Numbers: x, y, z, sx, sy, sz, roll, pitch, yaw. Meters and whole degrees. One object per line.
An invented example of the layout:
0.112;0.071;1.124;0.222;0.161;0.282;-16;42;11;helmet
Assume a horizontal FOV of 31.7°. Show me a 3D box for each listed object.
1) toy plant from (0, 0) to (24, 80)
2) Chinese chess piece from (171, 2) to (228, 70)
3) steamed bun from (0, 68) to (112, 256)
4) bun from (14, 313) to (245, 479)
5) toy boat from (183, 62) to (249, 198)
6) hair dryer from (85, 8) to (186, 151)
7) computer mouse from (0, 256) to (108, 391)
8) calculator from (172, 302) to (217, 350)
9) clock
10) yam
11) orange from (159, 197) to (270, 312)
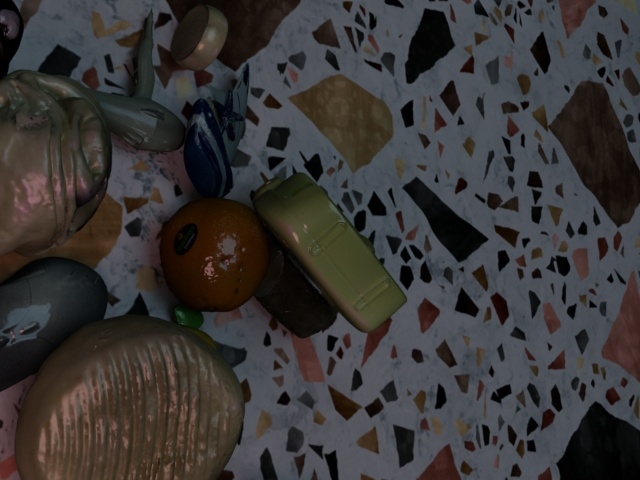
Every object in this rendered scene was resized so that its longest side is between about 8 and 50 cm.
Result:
-0.557;-0.273;1.677;0.235;0.175;0.218;-51;141;-29;toy plant
-0.218;-0.366;2.034;0.051;0.122;0.122;25;65;-35;Chinese chess piece
-0.417;-0.108;1.698;0.206;0.275;0.320;13;69;1;steamed bun
-0.302;0.271;1.737;0.362;0.234;0.326;-29;115;-23;bun
-0.181;-0.217;2.024;0.210;0.070;0.292;65;35;-66;toy boat
-0.350;-0.279;1.929;0.229;0.092;0.267;-4;75;-49;hair dryer
-0.471;0.142;1.722;0.379;0.090;0.167;-33;102;-40;computer mouse
-0.244;0.226;1.945;0.146;0.032;0.235;20;69;-38;calculator
0.000;0.000;2.027;0.117;0.348;0.286;-40;113;-2;clock
-0.052;0.108;2.101;0.183;0.107;0.107;46;54;-28;yam
-0.182;0.025;1.940;0.206;0.206;0.206;11;74;-41;orange
